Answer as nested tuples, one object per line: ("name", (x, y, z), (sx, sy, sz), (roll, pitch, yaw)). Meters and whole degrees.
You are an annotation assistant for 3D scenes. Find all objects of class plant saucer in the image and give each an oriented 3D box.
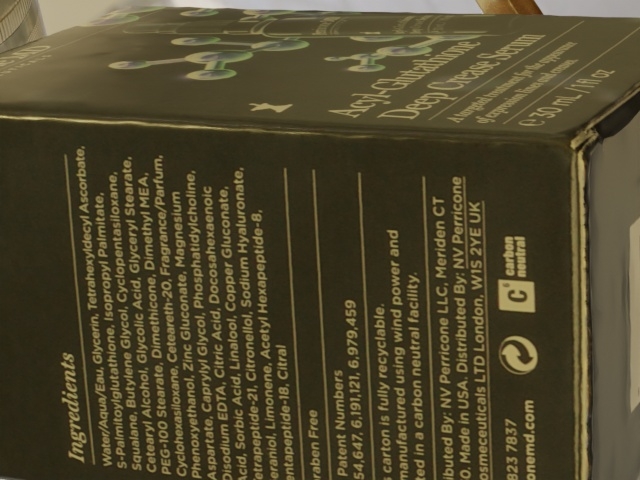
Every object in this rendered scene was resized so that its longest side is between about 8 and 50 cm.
("plant saucer", (0.203, -0.228, 2.070), (0.198, 0.036, 0.199), (50, -164, -20))

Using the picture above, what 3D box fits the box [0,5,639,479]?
("box", (0.000, 0.000, 1.104), (0.395, 0.293, 0.212), (4, 108, 23))

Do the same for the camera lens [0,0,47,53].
("camera lens", (-0.348, -0.162, 1.757), (0.219, 0.219, 0.274), (44, 153, 41))
